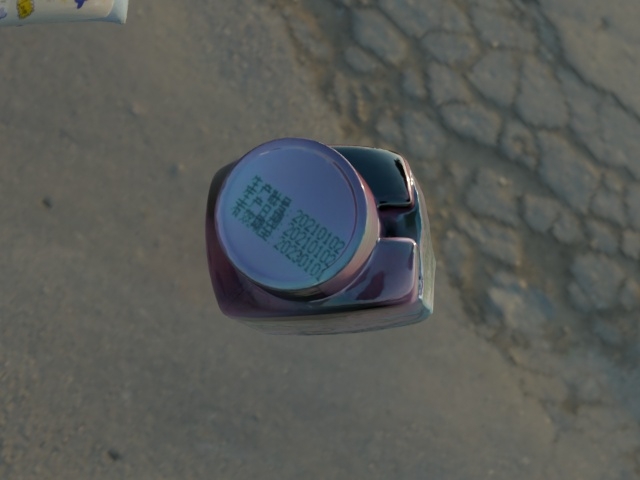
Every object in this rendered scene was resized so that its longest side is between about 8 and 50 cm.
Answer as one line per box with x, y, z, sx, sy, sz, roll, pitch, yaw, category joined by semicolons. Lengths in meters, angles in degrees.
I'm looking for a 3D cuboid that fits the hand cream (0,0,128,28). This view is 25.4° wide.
-0.143;-0.119;0.642;0.043;0.065;0.170;31;30;30;hand cream

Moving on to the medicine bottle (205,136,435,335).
0.000;0.000;0.801;0.188;0.119;0.094;43;42;-78;medicine bottle
